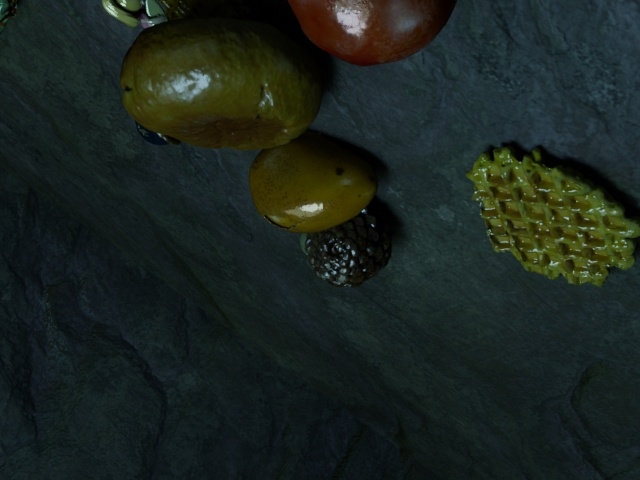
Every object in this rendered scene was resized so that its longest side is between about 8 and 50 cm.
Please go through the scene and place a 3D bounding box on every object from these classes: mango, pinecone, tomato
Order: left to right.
[{"bbox_3d":[-0.021,-0.106,1.489,0.290,0.191,0.160,8,154,36],"label":"mango"},{"bbox_3d":[0.069,0.008,1.602,0.184,0.179,0.204,-14,176,35],"label":"pinecone"},{"bbox_3d":[0.053,-0.318,0.934,0.232,0.189,0.232,36,-175,-4],"label":"tomato"}]

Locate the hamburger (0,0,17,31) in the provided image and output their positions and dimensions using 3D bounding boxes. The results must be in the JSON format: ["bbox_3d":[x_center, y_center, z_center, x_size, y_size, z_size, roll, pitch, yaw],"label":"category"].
[{"bbox_3d":[-0.796,-0.559,1.687,0.235,0.125,0.214,39,150,-22],"label":"hamburger"}]

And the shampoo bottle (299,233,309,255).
[{"bbox_3d":[0.000,0.000,1.788,0.079,0.079,0.162,44,155,-22],"label":"shampoo bottle"}]

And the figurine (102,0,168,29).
[{"bbox_3d":[-0.339,-0.420,1.434,0.083,0.083,0.187,17,161,34],"label":"figurine"}]

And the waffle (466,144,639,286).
[{"bbox_3d":[0.379,-0.031,1.270,0.307,0.060,0.312,30,155,12],"label":"waffle"}]

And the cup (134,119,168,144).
[{"bbox_3d":[-0.355,-0.301,1.635,0.177,0.131,0.155,62,162,8],"label":"cup"}]

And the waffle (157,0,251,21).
[{"bbox_3d":[-0.213,-0.420,1.272,0.197,0.070,0.193,18,153,37],"label":"waffle"}]

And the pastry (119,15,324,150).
[{"bbox_3d":[-0.165,-0.256,1.286,0.355,0.164,0.356,4,170,1],"label":"pastry"}]
